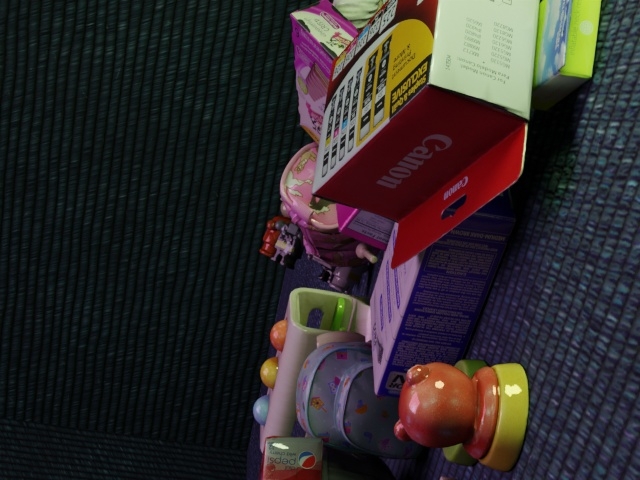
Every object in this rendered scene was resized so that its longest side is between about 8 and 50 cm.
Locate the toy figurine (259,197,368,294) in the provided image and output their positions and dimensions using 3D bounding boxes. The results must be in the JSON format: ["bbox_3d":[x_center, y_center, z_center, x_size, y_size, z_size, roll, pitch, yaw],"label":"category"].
[{"bbox_3d":[0.000,0.000,2.647,0.148,0.213,0.209,-65,10,0],"label":"toy figurine"}]

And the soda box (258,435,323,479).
[{"bbox_3d":[-0.049,0.363,1.934,0.263,0.083,0.092,100,173,-65],"label":"soda box"}]

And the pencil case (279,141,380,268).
[{"bbox_3d":[0.029,-0.057,2.324,0.386,0.160,0.167,67,-153,-76],"label":"pencil case"}]

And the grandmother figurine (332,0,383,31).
[{"bbox_3d":[0.092,-0.269,2.153,0.208,0.104,0.342,-119,10,-52],"label":"grandmother figurine"}]

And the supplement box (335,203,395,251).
[{"bbox_3d":[0.121,-0.099,1.836,0.220,0.114,0.111,-50,29,33],"label":"supplement box"}]

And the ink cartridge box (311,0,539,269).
[{"bbox_3d":[0.114,-0.148,1.539,0.309,0.130,0.271,138,145,-57],"label":"ink cartridge box"}]

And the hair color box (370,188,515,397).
[{"bbox_3d":[0.152,0.032,1.752,0.185,0.110,0.338,-91,13,-48],"label":"hair color box"}]

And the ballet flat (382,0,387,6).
[{"bbox_3d":[0.185,-0.417,2.090,0.147,0.147,0.408,114,166,-66],"label":"ballet flat"}]

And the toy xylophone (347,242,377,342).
[{"bbox_3d":[0.092,0.132,2.216,0.322,0.081,0.236,-117,37,-78],"label":"toy xylophone"}]

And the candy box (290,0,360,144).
[{"bbox_3d":[0.027,-0.234,2.074,0.159,0.071,0.233,49,157,37],"label":"candy box"}]

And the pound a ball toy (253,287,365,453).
[{"bbox_3d":[-0.026,0.226,2.157,0.208,0.136,0.319,-93,14,-58],"label":"pound a ball toy"}]

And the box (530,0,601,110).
[{"bbox_3d":[0.258,-0.213,1.442,0.178,0.042,0.109,140,138,-80],"label":"box"}]

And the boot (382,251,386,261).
[{"bbox_3d":[0.145,-0.044,2.016,0.178,0.085,0.236,116,157,-59],"label":"boot"}]

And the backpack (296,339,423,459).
[{"bbox_3d":[0.062,0.226,1.901,0.144,0.188,0.165,-137,56,-82],"label":"backpack"}]

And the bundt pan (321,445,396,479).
[{"bbox_3d":[0.046,0.459,1.952,0.331,0.124,0.330,-175,90,-87],"label":"bundt pan"}]

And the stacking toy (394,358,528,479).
[{"bbox_3d":[0.127,0.270,1.560,0.279,0.130,0.308,-132,52,-81],"label":"stacking toy"}]
